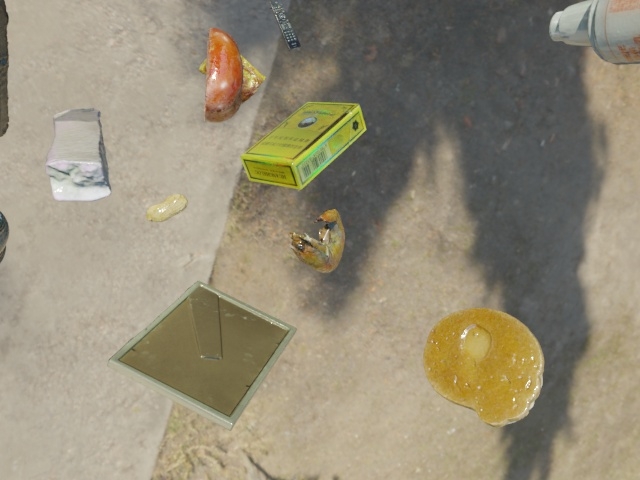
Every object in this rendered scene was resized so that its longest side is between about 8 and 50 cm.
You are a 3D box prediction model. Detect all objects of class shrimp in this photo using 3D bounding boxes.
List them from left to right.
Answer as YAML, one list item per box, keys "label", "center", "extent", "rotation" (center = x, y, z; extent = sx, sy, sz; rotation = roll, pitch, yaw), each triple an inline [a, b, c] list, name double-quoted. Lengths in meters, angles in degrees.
- label: "shrimp"
  center: [0.000, 0.000, 1.371]
  extent: [0.248, 0.067, 0.150]
  rotation: [4, 93, -67]

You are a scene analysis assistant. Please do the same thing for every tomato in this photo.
- label: "tomato"
  center: [-0.244, -0.411, 1.546]
  extent: [0.095, 0.237, 0.237]
  rotation: [2, 118, -11]

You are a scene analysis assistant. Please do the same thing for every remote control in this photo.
- label: "remote control"
  center: [-0.066, -0.385, 1.094]
  extent: [0.034, 0.016, 0.091]
  rotation: [-30, 101, -40]

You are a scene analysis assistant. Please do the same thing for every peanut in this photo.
- label: "peanut"
  center: [-0.383, -0.079, 1.521]
  extent: [0.113, 0.054, 0.054]
  rotation: [-26, 131, 1]

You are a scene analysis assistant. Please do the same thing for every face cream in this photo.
- label: "face cream"
  center: [0.352, -0.243, 0.668]
  extent: [0.101, 0.251, 0.101]
  rotation: [-7, 106, -26]

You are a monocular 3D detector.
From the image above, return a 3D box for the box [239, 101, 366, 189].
- label: "box"
  center: [-0.030, -0.190, 1.181]
  extent: [0.220, 0.140, 0.064]
  rotation: [-44, 130, -33]

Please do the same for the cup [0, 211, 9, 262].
- label: "cup"
  center: [-0.880, -0.025, 1.567]
  extent: [0.150, 0.199, 0.199]
  rotation: [-27, 146, 36]

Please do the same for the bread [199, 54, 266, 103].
- label: "bread"
  center: [-0.278, -0.515, 1.905]
  extent: [0.172, 0.132, 0.103]
  rotation: [41, 45, -25]

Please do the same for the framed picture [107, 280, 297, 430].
- label: "framed picture"
  center: [-0.154, 0.149, 0.868]
  extent: [0.250, 0.184, 0.016]
  rotation: [-53, 166, -64]

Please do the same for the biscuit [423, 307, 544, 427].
- label: "biscuit"
  center: [0.278, 0.208, 1.038]
  extent: [0.049, 0.208, 0.181]
  rotation: [40, 75, -50]

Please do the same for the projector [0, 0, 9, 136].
- label: "projector"
  center: [-0.775, -0.318, 1.059]
  extent: [0.405, 0.242, 0.395]
  rotation: [-24, 163, -36]

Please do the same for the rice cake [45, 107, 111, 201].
- label: "rice cake"
  center: [-0.315, -0.120, 0.800]
  extent: [0.072, 0.365, 0.056]
  rotation: [-10, 114, -19]
